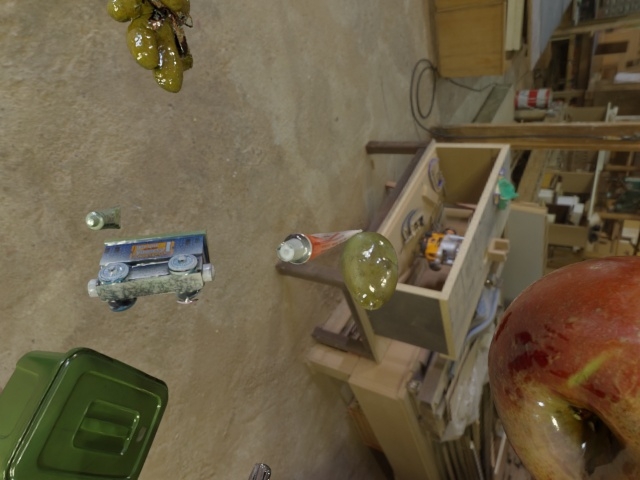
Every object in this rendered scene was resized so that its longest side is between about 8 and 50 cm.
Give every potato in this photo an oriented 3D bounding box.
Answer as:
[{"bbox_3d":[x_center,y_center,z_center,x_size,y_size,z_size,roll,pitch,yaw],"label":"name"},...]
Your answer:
[{"bbox_3d":[0.148,0.095,1.278,0.159,0.174,0.251,23,49,-36],"label":"potato"}]

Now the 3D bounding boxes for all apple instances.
[{"bbox_3d":[0.386,0.182,0.520,0.277,0.348,0.348,-11,109,-23],"label":"apple"}]

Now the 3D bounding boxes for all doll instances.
[{"bbox_3d":[-0.219,-0.304,0.580,0.137,0.097,0.209,18,50,-55],"label":"doll"}]

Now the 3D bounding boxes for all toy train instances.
[{"bbox_3d":[-0.425,0.068,1.089,0.299,0.202,0.131,-5,124,-10],"label":"toy train"}]

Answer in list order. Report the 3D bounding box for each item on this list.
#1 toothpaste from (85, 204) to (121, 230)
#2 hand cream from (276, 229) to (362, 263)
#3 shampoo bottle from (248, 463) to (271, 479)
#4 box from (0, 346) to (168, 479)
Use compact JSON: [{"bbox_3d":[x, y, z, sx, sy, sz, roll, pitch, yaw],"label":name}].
[{"bbox_3d":[-0.388,-0.039,0.769,0.029,0.197,0.048,2,95,-12],"label":"toothpaste"},{"bbox_3d":[0.001,0.001,0.568,0.216,0.052,0.038,-19,126,-68],"label":"hand cream"},{"bbox_3d":[-0.137,0.424,0.581,0.284,0.071,0.153,-6,111,-80],"label":"shampoo bottle"},{"bbox_3d":[-0.504,0.377,0.882,0.329,0.178,0.253,59,38,-51],"label":"box"}]
